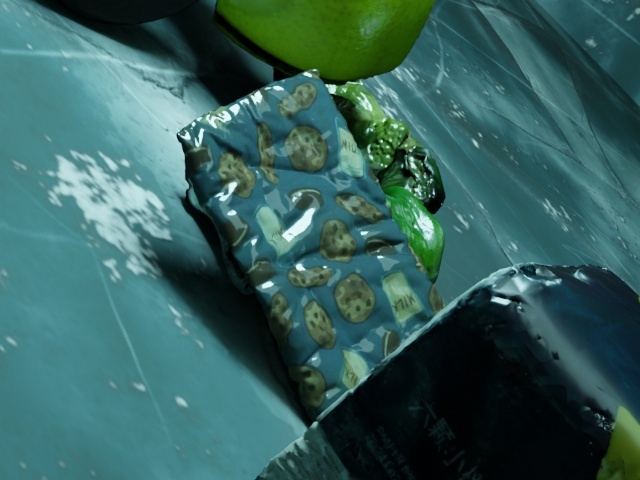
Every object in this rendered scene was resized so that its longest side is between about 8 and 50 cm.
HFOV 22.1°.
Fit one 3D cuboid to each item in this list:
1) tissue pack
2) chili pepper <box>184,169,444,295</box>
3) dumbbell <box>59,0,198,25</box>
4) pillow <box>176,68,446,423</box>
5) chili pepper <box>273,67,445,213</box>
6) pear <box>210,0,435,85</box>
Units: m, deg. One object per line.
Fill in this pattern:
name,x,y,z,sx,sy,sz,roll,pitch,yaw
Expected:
tissue pack,0.192,0.238,1.045,0.416,0.253,0.264,54,21,14
chili pepper,0.014,-0.005,1.376,0.270,0.099,0.136,14,29,-50
dumbbell,-0.204,-0.368,1.471,0.204,0.204,0.322,21,32,-51
pillow,0.000,0.002,1.253,0.189,0.034,0.255,-33,99,-50
chili pepper,0.024,-0.104,1.601,0.264,0.116,0.148,58,11,27
pear,0.002,-0.309,1.494,0.159,0.292,0.292,-7,52,-37
